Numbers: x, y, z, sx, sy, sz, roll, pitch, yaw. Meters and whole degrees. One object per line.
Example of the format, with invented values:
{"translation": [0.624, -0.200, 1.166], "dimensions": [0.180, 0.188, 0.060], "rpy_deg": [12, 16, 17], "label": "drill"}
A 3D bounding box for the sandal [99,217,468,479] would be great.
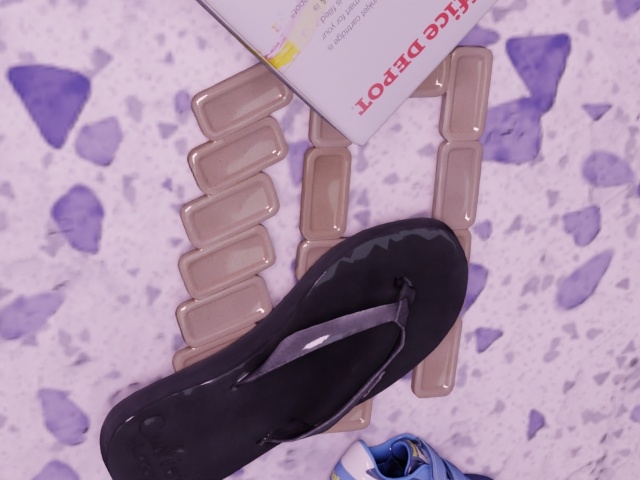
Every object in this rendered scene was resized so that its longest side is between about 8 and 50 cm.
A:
{"translation": [-0.010, 0.083, 0.875], "dimensions": [0.254, 0.054, 0.097], "rpy_deg": [-36, 119, -8], "label": "sandal"}

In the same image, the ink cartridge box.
{"translation": [-0.013, -0.162, 0.735], "dimensions": [0.128, 0.127, 0.176], "rpy_deg": [-46, 123, 2], "label": "ink cartridge box"}

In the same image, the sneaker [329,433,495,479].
{"translation": [0.072, 0.169, 1.007], "dimensions": [0.144, 0.053, 0.059], "rpy_deg": [7, 111, -29], "label": "sneaker"}

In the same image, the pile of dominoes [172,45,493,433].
{"translation": [0.000, 0.000, 0.904], "dimensions": [0.196, 0.040, 0.251], "rpy_deg": [-3, 109, -22], "label": "pile of dominoes"}
